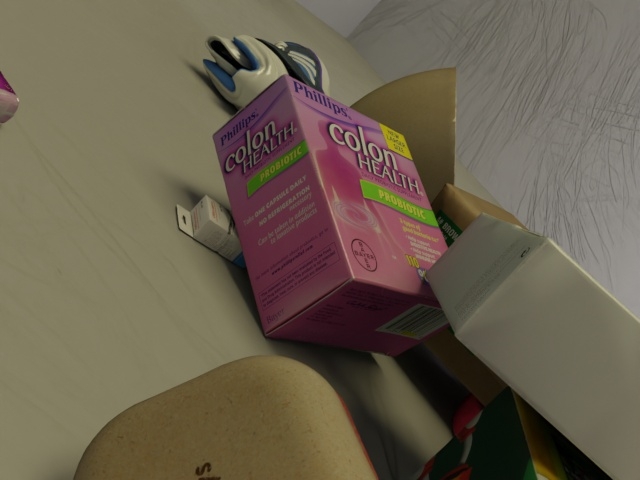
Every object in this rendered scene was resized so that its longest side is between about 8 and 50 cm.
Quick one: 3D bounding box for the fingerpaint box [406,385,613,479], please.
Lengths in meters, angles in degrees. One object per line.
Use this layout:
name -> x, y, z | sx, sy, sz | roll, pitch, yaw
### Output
fingerpaint box -> 0.245, 0.361, 0.503 | 0.445, 0.163, 0.371 | 41, 16, -7

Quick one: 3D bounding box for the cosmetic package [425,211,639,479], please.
cosmetic package -> 0.260, 0.140, 0.650 | 0.377, 0.097, 0.284 | 42, 8, -1

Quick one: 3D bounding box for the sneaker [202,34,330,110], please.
sneaker -> -0.098, -0.297, 1.342 | 0.236, 0.130, 0.323 | 37, 23, -39

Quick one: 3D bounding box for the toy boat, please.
toy boat -> -0.025, 0.181, 0.390 | 0.231, 0.151, 0.151 | -117, -176, -48

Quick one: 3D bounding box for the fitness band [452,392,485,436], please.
fitness band -> 0.256, 0.262, 0.969 | 0.209, 0.054, 0.291 | 48, 15, 12

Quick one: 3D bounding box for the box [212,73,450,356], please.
box -> 0.024, -0.018, 0.847 | 0.213, 0.117, 0.243 | 18, 45, -47

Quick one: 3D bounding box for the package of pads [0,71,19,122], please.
package of pads -> -0.288, -0.125, 0.641 | 0.050, 0.032, 0.083 | 53, 18, 18

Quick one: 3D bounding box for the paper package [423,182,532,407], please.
paper package -> 0.265, 0.108, 1.014 | 0.325, 0.168, 0.309 | 47, 16, 25

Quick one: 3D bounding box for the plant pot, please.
plant pot -> 0.119, -0.131, 1.279 | 0.190, 0.284, 0.284 | 1, 15, 8

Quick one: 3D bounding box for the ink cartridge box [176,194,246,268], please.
ink cartridge box -> -0.104, -0.013, 0.814 | 0.083, 0.028, 0.048 | 34, 20, -32
